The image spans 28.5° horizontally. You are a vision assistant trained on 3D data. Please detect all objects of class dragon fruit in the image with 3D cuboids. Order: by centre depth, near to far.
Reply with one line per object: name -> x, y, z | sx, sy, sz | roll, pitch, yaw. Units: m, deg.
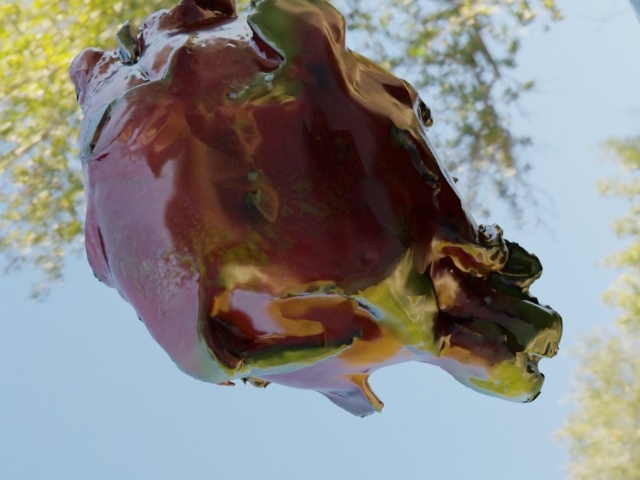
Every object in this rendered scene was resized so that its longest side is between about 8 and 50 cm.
dragon fruit -> -0.001, -0.014, 0.648 | 0.269, 0.198, 0.200 | 16, -142, -38

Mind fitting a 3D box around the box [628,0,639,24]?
box -> 0.317, -0.012, 0.690 | 0.373, 0.090, 0.367 | 53, -167, 25
